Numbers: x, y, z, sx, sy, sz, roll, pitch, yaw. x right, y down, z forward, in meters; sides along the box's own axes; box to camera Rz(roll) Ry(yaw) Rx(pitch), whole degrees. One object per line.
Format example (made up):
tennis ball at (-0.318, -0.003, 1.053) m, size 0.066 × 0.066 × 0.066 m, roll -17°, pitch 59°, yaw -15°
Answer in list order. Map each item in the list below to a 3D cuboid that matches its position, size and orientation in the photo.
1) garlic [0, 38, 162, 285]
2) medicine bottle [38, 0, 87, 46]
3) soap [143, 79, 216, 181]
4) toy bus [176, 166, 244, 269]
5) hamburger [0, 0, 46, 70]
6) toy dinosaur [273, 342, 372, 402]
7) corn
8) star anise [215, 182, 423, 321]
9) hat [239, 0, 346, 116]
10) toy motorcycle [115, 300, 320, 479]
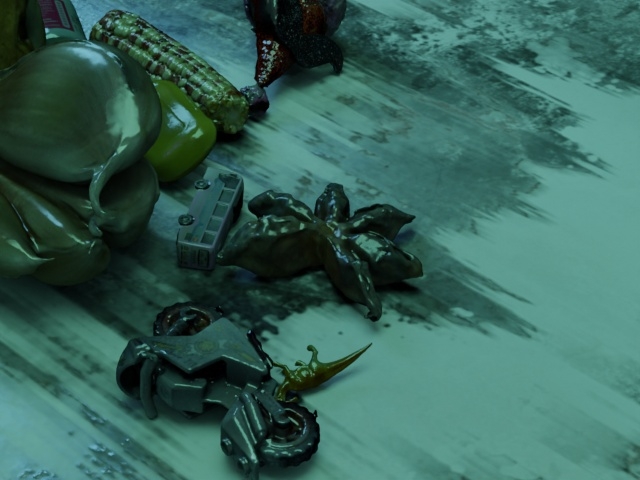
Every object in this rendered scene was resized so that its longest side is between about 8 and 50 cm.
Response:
garlic at (-0.264, -0.074, 1.520) m, size 0.292 × 0.210 × 0.237 m, roll 17°, pitch 34°, yaw 33°
medicine bottle at (-0.334, -0.258, 1.837) m, size 0.090 × 0.090 × 0.216 m, roll -11°, pitch 39°, yaw -13°
soap at (-0.169, -0.119, 1.682) m, size 0.089 × 0.045 × 0.140 m, roll -45°, pitch 52°, yaw 1°
toy bus at (-0.114, -0.024, 1.585) m, size 0.052 × 0.037 × 0.130 m, roll 9°, pitch 40°, yaw 8°
hamburger at (-0.432, -0.208, 1.620) m, size 0.319 × 0.318 × 0.158 m, roll -29°, pitch 51°, yaw -31°
toy dinosaur at (-0.006, 0.116, 1.416) m, size 0.113 × 0.026 × 0.041 m, roll -31°, pitch 54°, yaw -21°
corn at (-0.173, -0.193, 1.766) m, size 0.079 × 0.079 × 0.237 m, roll -31°, pitch 48°, yaw -32°
star anise at (0.011, -0.008, 1.545) m, size 0.208 × 0.063 × 0.172 m, roll 20°, pitch 41°, yaw 24°
hat at (-0.052, -0.240, 1.800) m, size 0.129 × 0.140 × 0.227 m, roll 3°, pitch 50°, yaw 20°
toy motorcycle at (-0.098, 0.131, 1.360) m, size 0.122 × 0.080 × 0.215 m, roll -24°, pitch 49°, yaw -27°
